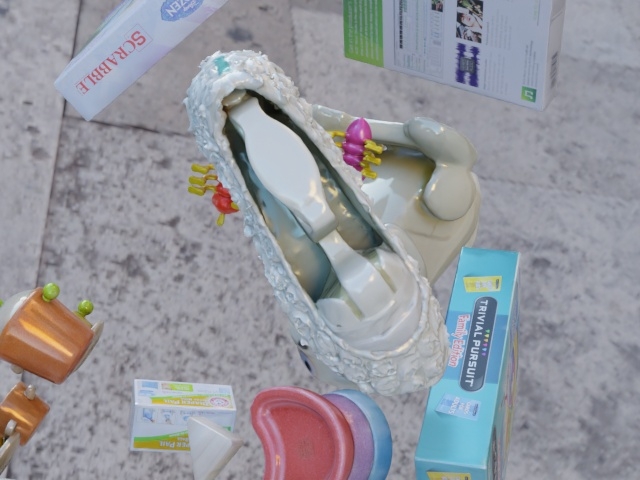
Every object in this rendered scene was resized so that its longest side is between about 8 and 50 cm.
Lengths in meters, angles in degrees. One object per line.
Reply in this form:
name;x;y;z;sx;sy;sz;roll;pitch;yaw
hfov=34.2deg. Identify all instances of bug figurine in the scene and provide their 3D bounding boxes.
bug figurine;-0.025;-0.081;1.353;0.279;0.216;0.072;23;29;11

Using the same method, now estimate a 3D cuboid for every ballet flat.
ballet flat;0.000;0.000;1.006;0.409;0.147;0.147;55;41;-12

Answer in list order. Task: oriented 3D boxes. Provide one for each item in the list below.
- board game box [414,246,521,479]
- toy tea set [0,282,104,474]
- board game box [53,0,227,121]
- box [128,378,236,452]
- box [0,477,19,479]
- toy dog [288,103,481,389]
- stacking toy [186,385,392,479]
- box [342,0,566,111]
board game box;0.186;0.214;1.251;0.079;0.254;0.336;4;42;15
toy tea set;-0.392;0.190;1.235;0.124;0.200;0.336;34;75;-4
board game box;-0.175;-0.322;1.328;0.066;0.318;0.318;47;18;-20
box;-0.276;0.353;2.078;0.203;0.103;0.114;6;18;-14
box;-0.378;0.274;1.023;0.275;0.113;0.094;12;72;-13
toy dog;0.079;0.035;1.657;0.284;0.408;0.395;16;-9;32
stacking toy;-0.024;0.328;1.246;0.130;0.279;0.309;5;81;-48
box;0.174;-0.324;1.415;0.322;0.232;0.058;20;45;25
